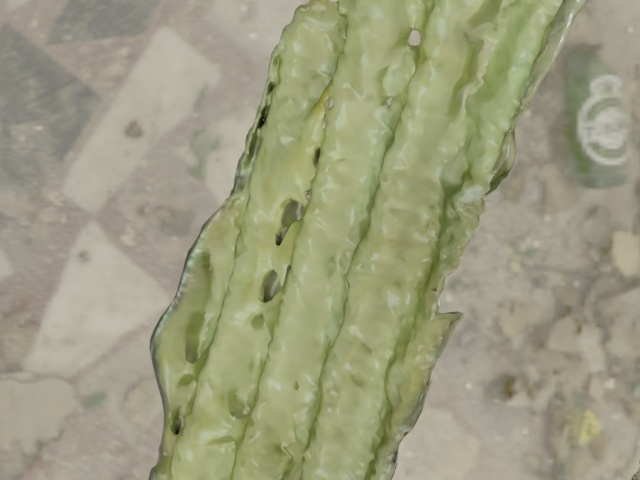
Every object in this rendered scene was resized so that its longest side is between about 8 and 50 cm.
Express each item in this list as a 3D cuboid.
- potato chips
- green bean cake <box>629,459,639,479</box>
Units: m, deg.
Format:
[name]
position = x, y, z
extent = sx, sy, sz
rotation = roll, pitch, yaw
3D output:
[potato chips]
position = 0.000, 0.000, 0.344
extent = 0.028, 0.092, 0.207
rotation = -4, 121, -48
[green bean cake]
position = 0.251, 0.246, 0.769
extent = 0.218, 0.335, 0.319
rotation = 40, 26, 1
